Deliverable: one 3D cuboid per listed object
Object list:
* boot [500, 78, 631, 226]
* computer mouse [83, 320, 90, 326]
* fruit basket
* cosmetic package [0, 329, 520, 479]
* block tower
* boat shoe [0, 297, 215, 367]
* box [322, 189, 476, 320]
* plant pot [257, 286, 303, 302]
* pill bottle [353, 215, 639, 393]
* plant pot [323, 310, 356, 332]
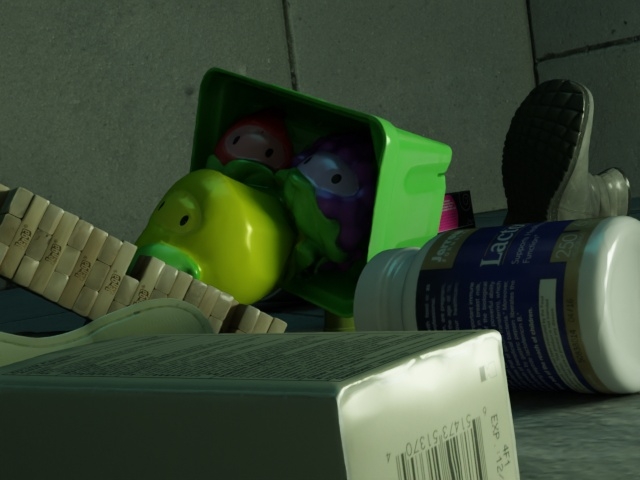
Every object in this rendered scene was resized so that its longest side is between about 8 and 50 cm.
[{"bbox_3d":[0.369,-0.086,1.716,0.223,0.338,0.118,-15,36,-39],"label":"boot"},{"bbox_3d":[-0.217,0.136,1.449,0.189,0.072,0.272,-14,14,-19],"label":"computer mouse"},{"bbox_3d":[-0.075,-0.049,1.466,0.392,0.282,0.392,8,14,-2],"label":"fruit basket"},{"bbox_3d":[-0.052,0.126,0.670,0.296,0.129,0.153,-4,6,41],"label":"cosmetic package"},{"bbox_3d":[-0.206,0.053,1.247,0.336,0.090,0.097,28,-11,-20],"label":"block tower"},{"bbox_3d":[-0.265,0.141,1.089,0.340,0.127,0.113,-18,-21,-32],"label":"boat shoe"},{"bbox_3d":[0.114,0.025,1.738,0.142,0.163,0.247,-8,3,38],"label":"box"},{"bbox_3d":[0.000,0.000,2.075,0.274,0.256,0.257,12,-10,-40],"label":"plant pot"},{"bbox_3d":[0.170,0.062,1.077,0.265,0.153,0.153,-5,4,40],"label":"pill bottle"},{"bbox_3d":[0.037,0.089,1.526,0.083,0.079,0.083,-6,4,0],"label":"plant pot"}]
